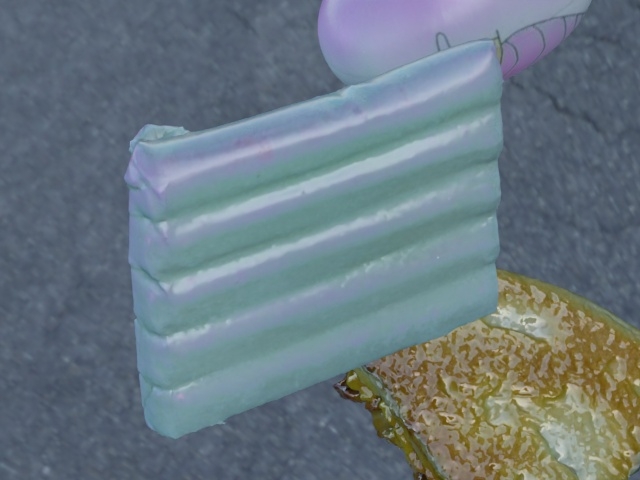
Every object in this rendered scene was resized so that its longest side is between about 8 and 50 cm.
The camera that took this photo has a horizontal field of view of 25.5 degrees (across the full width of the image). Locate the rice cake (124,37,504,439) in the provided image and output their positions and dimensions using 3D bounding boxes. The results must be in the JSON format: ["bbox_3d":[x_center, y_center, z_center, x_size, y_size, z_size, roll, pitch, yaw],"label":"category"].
[{"bbox_3d":[0.000,0.000,0.714,0.198,0.189,0.037,-14,37,-18],"label":"rice cake"}]

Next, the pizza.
[{"bbox_3d":[0.118,0.126,0.903,0.289,0.081,0.229,12,54,-15],"label":"pizza"}]

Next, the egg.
[{"bbox_3d":[0.127,-0.228,1.293,0.271,0.196,0.196,-42,49,-15],"label":"egg"}]
